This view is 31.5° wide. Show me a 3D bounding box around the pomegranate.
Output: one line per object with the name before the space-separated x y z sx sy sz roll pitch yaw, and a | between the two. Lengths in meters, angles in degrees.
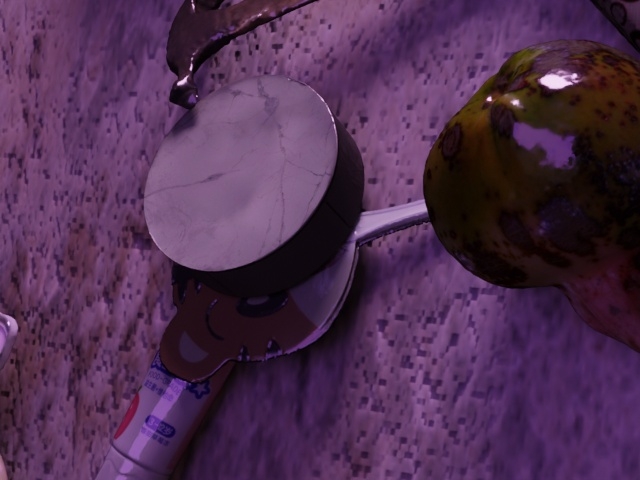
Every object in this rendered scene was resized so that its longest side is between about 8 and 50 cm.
pomegranate | 0.124 -0.018 0.564 0.138 0.125 0.163 -30 67 33

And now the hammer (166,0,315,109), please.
hammer | 0.033 -0.171 0.697 0.297 0.027 0.125 -19 47 21

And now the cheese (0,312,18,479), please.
cheese | -0.264 0.156 0.787 0.137 0.064 0.228 20 91 29

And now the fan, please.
fan | 0.000 0.000 0.687 0.226 0.008 0.153 -14 59 21

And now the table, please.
table | -0.041 -0.034 0.693 0.133 0.043 0.134 -13 59 22

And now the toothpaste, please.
toothpaste | -0.079 0.077 0.715 0.067 0.043 0.195 25 85 34

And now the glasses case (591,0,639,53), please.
glasses case | 0.253 -0.078 0.526 0.137 0.085 0.355 -42 61 14
